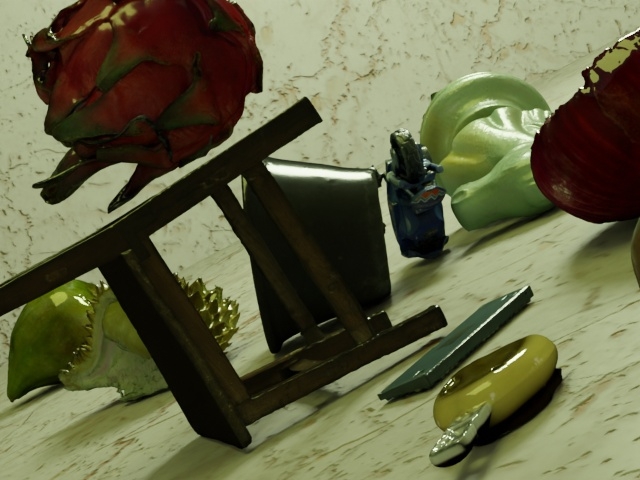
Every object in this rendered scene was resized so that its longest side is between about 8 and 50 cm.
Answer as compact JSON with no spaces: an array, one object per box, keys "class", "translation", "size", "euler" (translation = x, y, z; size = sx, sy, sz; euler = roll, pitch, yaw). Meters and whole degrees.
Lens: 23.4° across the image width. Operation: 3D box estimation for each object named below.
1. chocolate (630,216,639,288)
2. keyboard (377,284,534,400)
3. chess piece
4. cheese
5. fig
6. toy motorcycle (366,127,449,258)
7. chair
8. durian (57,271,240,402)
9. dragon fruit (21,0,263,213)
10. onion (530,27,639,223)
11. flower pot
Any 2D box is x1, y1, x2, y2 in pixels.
[{"class":"chocolate","translation":[0.309,-0.045,1.130],"size":[0.157,0.080,0.254],"euler":[-24,6,34]},{"class":"keyboard","translation":[0.112,0.082,1.251],"size":[0.055,0.014,0.176],"euler":[-24,6,41]},{"class":"chess piece","translation":[0.220,-0.092,1.818],"size":[0.176,0.176,0.298],"euler":[-27,18,2]},{"class":"cheese","translation":[0.100,0.106,0.969],"size":[0.086,0.036,0.162],"euler":[-26,5,24]},{"class":"fig","translation":[-0.431,0.151,2.524],"size":[0.233,0.167,0.167],"euler":[-20,6,8]},{"class":"toy motorcycle","translation":[0.109,-0.043,1.791],"size":[0.076,0.114,0.205],"euler":[-21,-28,-8]},{"class":"chair","translation":[-0.141,0.087,1.365],"size":[0.416,0.240,0.203],"euler":[-33,6,-15]},{"class":"durian","translation":[-0.209,0.123,1.925],"size":[0.172,0.166,0.306],"euler":[10,-18,-44]},{"class":"dragon fruit","translation":[-0.168,-0.148,1.427],"size":[0.274,0.192,0.193],"euler":[-46,19,-27]},{"class":"onion","translation":[0.294,-0.107,1.397],"size":[0.248,0.161,0.248],"euler":[-22,-4,-2]},{"class":"flower pot","translation":[0.000,0.000,1.705],"size":[0.148,0.235,0.235],"euler":[-8,6,1]}]
